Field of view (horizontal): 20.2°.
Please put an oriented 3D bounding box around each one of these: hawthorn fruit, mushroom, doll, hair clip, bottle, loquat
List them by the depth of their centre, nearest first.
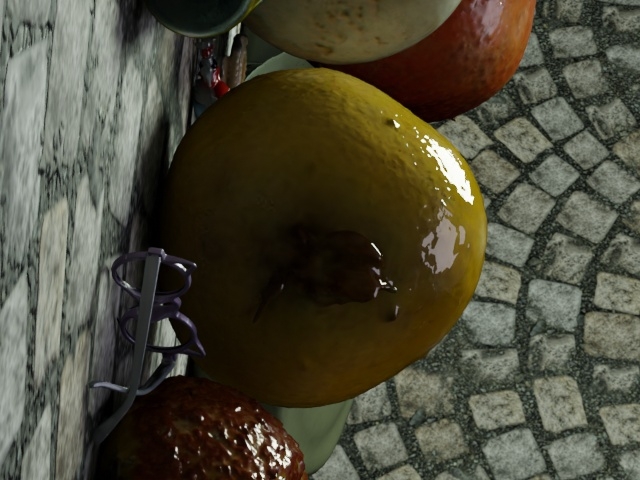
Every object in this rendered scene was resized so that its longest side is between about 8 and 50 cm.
[{"bbox_3d":[-0.073,-0.203,1.324,0.286,0.082,0.082,-74,170,-77],"label":"bottle"},{"bbox_3d":[0.000,0.000,1.427,0.275,0.275,0.275,6,90,-88],"label":"loquat"},{"bbox_3d":[0.016,-0.284,1.574,0.243,0.243,0.243,6,90,-88],"label":"mushroom"},{"bbox_3d":[-0.095,-0.123,1.589,0.057,0.039,0.114,23,-54,58],"label":"doll"},{"bbox_3d":[-0.092,-0.088,1.703,0.062,0.056,0.214,12,75,-72],"label":"hair clip"},{"bbox_3d":[0.077,-0.272,1.780,0.295,0.295,0.311,-73,168,-80],"label":"hawthorn fruit"}]

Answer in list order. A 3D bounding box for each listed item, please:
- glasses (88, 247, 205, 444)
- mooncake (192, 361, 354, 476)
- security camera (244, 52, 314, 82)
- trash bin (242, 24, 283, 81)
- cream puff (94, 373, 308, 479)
[{"bbox_3d":[-0.117,0.081,1.204,0.140,0.062,0.103,92,6,-54],"label":"glasses"},{"bbox_3d":[-0.045,0.123,1.913,0.275,0.135,0.275,15,90,-73],"label":"mooncake"},{"bbox_3d":[0.012,-0.086,1.994,0.236,0.195,0.194,51,43,-65],"label":"security camera"},{"bbox_3d":[-0.024,-0.281,2.098,0.164,0.122,0.240,92,2,-73],"label":"trash bin"},{"bbox_3d":[-0.082,0.212,1.291,0.240,0.164,0.240,7,90,-84],"label":"cream puff"}]
